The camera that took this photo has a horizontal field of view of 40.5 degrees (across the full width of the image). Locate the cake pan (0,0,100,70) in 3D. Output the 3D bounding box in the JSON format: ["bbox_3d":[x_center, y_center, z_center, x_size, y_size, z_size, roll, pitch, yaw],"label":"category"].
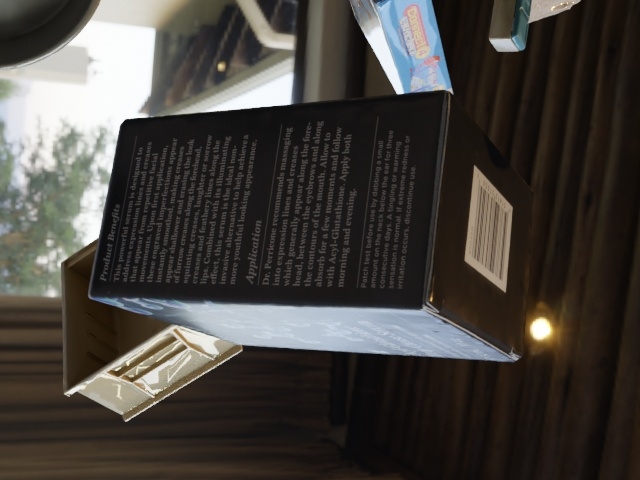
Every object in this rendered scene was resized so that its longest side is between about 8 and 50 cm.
[{"bbox_3d":[-0.398,-0.337,1.006,0.054,0.293,0.293,-118,-144,-45],"label":"cake pan"}]

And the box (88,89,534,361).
[{"bbox_3d":[0.000,0.000,0.965,0.396,0.293,0.211,0,-106,30],"label":"box"}]

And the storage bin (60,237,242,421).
[{"bbox_3d":[-0.247,0.088,1.301,0.260,0.123,0.262,-32,-137,14],"label":"storage bin"}]

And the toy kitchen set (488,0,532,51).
[{"bbox_3d":[0.308,-0.362,1.224,0.166,0.207,0.122,6,-98,29],"label":"toy kitchen set"}]

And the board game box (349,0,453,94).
[{"bbox_3d":[0.113,-0.418,1.511,0.308,0.086,0.301,60,6,-58],"label":"board game box"}]

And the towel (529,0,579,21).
[{"bbox_3d":[0.396,-0.479,1.387,0.049,0.187,0.282,44,-35,29],"label":"towel"}]
